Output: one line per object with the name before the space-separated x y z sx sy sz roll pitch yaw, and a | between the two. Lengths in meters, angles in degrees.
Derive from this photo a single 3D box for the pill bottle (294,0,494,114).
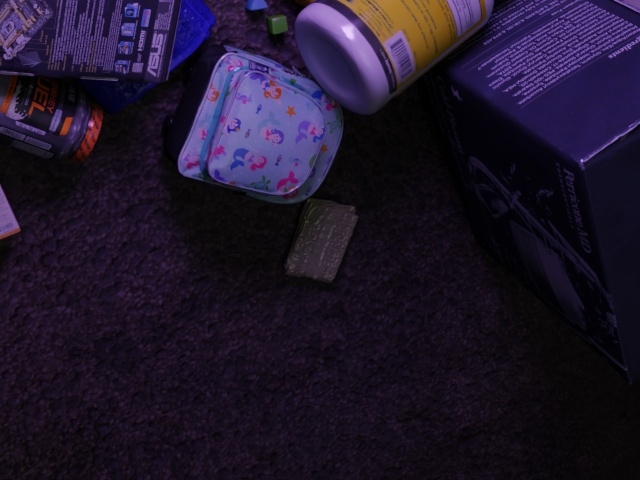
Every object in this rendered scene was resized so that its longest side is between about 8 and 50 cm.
pill bottle | 0.138 -0.357 1.595 0.334 0.188 0.188 -39 120 -17

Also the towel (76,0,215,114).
towel | -0.321 -0.358 1.539 0.227 0.076 0.308 -44 120 -4

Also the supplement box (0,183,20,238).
supplement box | -0.492 -0.059 1.584 0.036 0.062 0.098 -23 116 -13

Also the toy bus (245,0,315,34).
toy bus | -0.002 -0.411 1.645 0.202 0.104 0.191 -1 110 -23

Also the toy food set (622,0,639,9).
toy food set | 0.586 -0.499 1.899 0.111 0.104 0.232 -24 136 -29

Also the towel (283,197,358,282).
towel | 0.000 0.000 1.847 0.110 0.027 0.148 12 103 -28

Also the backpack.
backpack | -0.090 -0.173 1.658 0.253 0.191 0.225 17 101 -34

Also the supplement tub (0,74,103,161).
supplement tub | -0.424 -0.189 1.534 0.190 0.117 0.117 20 100 -29

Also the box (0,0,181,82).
box | -0.326 -0.403 1.369 0.318 0.097 0.395 -3 127 -28

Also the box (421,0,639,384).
box | 0.433 -0.117 1.696 0.297 0.472 0.480 -32 129 -9
